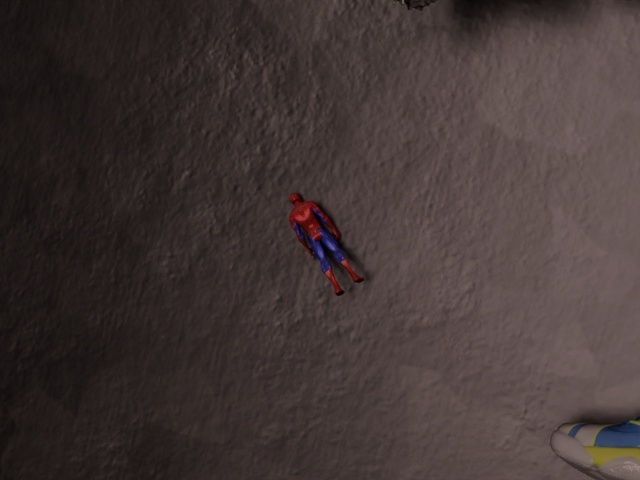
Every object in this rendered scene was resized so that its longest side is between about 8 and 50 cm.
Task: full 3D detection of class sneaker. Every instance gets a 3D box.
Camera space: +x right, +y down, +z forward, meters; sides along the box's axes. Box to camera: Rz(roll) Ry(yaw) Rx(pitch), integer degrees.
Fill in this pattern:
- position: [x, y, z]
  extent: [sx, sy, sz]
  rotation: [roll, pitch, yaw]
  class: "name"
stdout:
- position: [0.330, 0.170, 1.137]
  extent: [0.240, 0.091, 0.126]
  rotation: [13, 76, 21]
  class: "sneaker"

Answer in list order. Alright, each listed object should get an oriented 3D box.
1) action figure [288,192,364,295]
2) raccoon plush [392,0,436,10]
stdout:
- position: [0.000, 0.000, 1.279]
  extent: [0.038, 0.030, 0.115]
  rotation: [-35, 73, 11]
  class: "action figure"
- position: [0.065, -0.389, 1.057]
  extent: [0.216, 0.446, 0.299]
  rotation: [-12, 65, 37]
  class: "raccoon plush"
